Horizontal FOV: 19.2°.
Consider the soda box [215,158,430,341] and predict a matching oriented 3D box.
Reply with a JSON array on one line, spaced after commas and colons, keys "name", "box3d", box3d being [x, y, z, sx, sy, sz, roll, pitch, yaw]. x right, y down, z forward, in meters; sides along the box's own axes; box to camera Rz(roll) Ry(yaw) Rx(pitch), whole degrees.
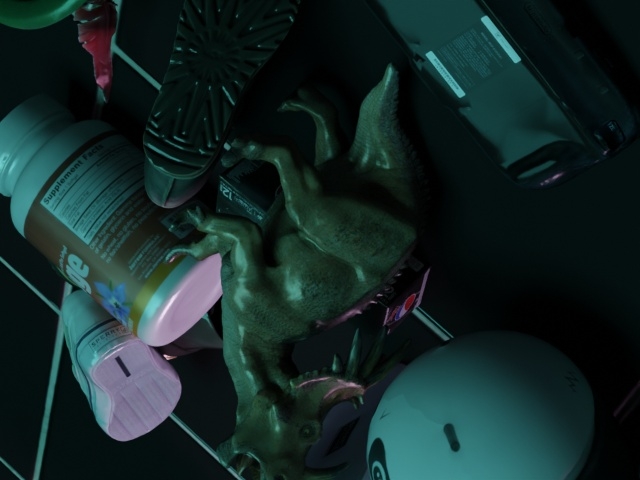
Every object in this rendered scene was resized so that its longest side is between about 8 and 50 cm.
[{"name": "soda box", "box3d": [0.000, 0.000, 1.431, 0.169, 0.053, 0.060, 38, 151, 17]}]

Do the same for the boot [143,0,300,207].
[{"name": "boot", "box3d": [-0.074, -0.112, 1.348, 0.076, 0.189, 0.208, 31, 178, 3]}]

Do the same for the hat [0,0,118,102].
[{"name": "hat", "box3d": [-0.133, -0.202, 1.368, 0.208, 0.173, 0.183, 12, 171, 46]}]

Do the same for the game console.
[{"name": "game console", "box3d": [0.043, -0.173, 1.113, 0.213, 0.044, 0.361, -28, 108, 42]}]

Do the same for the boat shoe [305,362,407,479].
[{"name": "boat shoe", "box3d": [0.031, 0.205, 1.417, 0.113, 0.306, 0.105, -32, 100, 21]}]

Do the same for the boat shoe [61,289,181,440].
[{"name": "boat shoe", "box3d": [-0.178, 0.105, 1.677, 0.076, 0.083, 0.226, 56, 166, 22]}]

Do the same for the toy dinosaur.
[{"name": "toy dinosaur", "box3d": [0.007, 0.016, 1.321, 0.200, 0.127, 0.295, 39, 107, 3]}]

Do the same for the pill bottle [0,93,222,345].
[{"name": "pill bottle", "box3d": [-0.178, -0.022, 1.578, 0.216, 0.121, 0.121, 40, 151, 14]}]

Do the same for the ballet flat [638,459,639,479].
[{"name": "ballet flat", "box3d": [0.281, 0.128, 1.215, 0.067, 0.073, 0.206, 23, 157, -12]}]

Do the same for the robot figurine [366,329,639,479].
[{"name": "robot figurine", "box3d": [0.144, 0.191, 1.331, 0.209, 0.173, 0.278, 15, 146, 51]}]

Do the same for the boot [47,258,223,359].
[{"name": "boot", "box3d": [-0.151, 0.024, 1.664, 0.137, 0.077, 0.198, -5, 136, 51]}]
